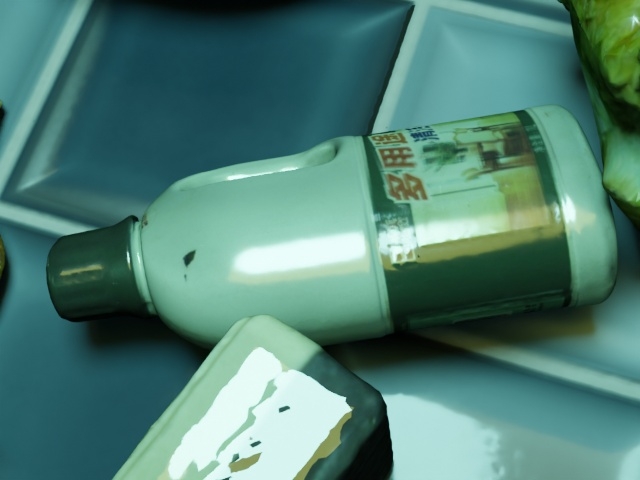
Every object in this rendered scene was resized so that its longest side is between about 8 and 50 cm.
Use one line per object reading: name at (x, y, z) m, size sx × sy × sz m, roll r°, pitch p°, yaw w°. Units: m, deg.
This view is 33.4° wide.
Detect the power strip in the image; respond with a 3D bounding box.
power strip at (-0.072, 0.149, 0.369) m, size 0.070 × 0.105 × 0.256 m, roll 32°, pitch 73°, yaw 17°

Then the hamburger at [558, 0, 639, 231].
hamburger at (0.198, -0.067, 0.398) m, size 0.288 × 0.192 × 0.167 m, roll 24°, pitch 72°, yaw -29°

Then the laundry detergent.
laundry detergent at (0.000, 0.000, 0.443) m, size 0.226 × 0.070 × 0.099 m, roll -9°, pitch 51°, yaw 2°

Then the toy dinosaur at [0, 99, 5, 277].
toy dinosaur at (-0.171, 0.008, 0.474) m, size 0.058 × 0.037 × 0.180 m, roll -11°, pitch 66°, yaw 5°
